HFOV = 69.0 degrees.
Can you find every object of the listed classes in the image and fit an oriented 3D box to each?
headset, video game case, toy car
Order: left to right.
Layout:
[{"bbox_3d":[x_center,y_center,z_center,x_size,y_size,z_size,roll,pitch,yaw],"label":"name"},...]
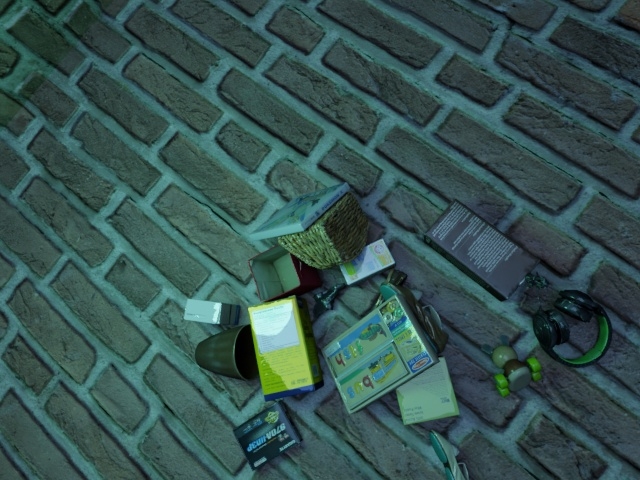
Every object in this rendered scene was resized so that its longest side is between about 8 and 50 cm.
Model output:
[{"bbox_3d":[-0.085,-0.109,1.799,0.300,0.329,0.036,-44,112,-37],"label":"video game case"},{"bbox_3d":[0.673,0.438,1.686,0.155,0.148,0.188,-27,46,1],"label":"toy car"},{"bbox_3d":[0.851,0.268,1.612,0.243,0.185,0.394,-41,92,-1],"label":"headset"}]

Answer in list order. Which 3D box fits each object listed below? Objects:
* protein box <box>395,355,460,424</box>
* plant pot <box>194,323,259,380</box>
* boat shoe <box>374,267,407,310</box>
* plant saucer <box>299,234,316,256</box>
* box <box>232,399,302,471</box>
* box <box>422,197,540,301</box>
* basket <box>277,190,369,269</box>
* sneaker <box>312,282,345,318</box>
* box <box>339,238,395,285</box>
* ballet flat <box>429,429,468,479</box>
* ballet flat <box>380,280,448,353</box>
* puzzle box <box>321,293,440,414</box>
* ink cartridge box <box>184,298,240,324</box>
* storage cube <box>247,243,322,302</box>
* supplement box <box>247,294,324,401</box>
[{"bbox_3d":[0.377,0.541,1.696,0.200,0.136,0.200,-14,75,8],"label":"protein box"},{"bbox_3d":[-0.374,0.446,1.845,0.231,0.215,0.215,-8,76,24],"label":"plant pot"},{"bbox_3d":[0.273,0.211,1.819,0.073,0.073,0.206,23,84,17],"label":"boat shoe"},{"bbox_3d":[0.000,0.000,1.937,0.199,0.036,0.198,-3,77,11],"label":"plant saucer"},{"bbox_3d":[-0.207,0.756,1.811,0.220,0.051,0.175,-32,74,3],"label":"box"},{"bbox_3d":[0.596,0.035,1.760,0.381,0.143,0.191,41,88,18],"label":"box"},{"bbox_3d":[0.028,-0.016,1.779,0.223,0.299,0.213,-18,111,36],"label":"basket"},{"bbox_3d":[0.037,0.242,1.874,0.170,0.051,0.089,-26,75,10],"label":"sneaker"},{"bbox_3d":[0.184,0.090,1.846,0.203,0.103,0.114,-25,75,5],"label":"box"},{"bbox_3d":[0.469,0.790,1.664,0.086,0.086,0.248,-22,76,6],"label":"ballet flat"},{"bbox_3d":[0.364,0.267,1.753,0.124,0.116,0.342,-38,87,-28],"label":"ballet flat"},{"bbox_3d":[0.200,0.417,1.686,0.409,0.052,0.271,-43,58,27],"label":"puzzle box"},{"bbox_3d":[-0.431,0.289,1.875,0.149,0.203,0.085,5,79,12],"label":"ink cartridge box"},{"bbox_3d":[-0.134,0.129,1.834,0.215,0.193,0.183,-26,74,21],"label":"storage cube"},{"bbox_3d":[-0.130,0.410,1.795,0.195,0.195,0.355,-14,77,8],"label":"supplement box"}]
